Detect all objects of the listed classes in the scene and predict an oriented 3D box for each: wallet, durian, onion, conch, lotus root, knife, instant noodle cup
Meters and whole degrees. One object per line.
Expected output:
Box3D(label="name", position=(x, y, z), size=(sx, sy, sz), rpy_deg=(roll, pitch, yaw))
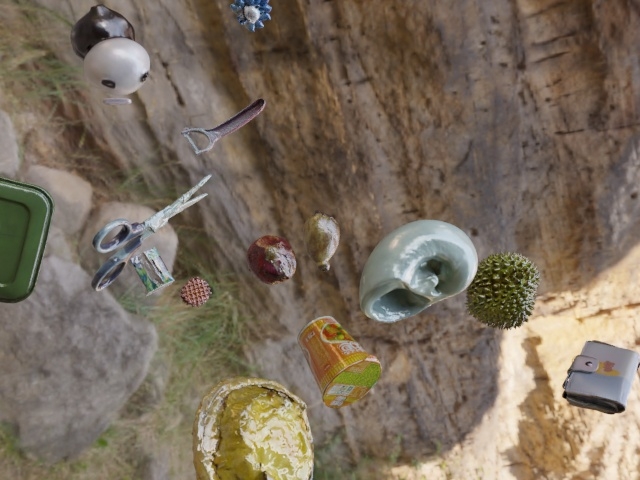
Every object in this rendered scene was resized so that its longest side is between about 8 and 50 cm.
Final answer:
Box3D(label="wallet", position=(0.758, 0.368, 1.722), size=(0.231, 0.170, 0.069), rpy_deg=(-41, 131, -43))
Box3D(label="durian", position=(0.522, 0.144, 1.842), size=(0.200, 0.176, 0.237), rpy_deg=(26, -82, 46))
Box3D(label="onion", position=(-0.101, 0.042, 1.319), size=(0.097, 0.107, 0.107), rpy_deg=(-47, -134, 49))
Box3D(label="conch", position=(0.152, 0.053, 1.052), size=(0.121, 0.221, 0.185), rpy_deg=(39, -50, 53))
Box3D(label="lotus root", position=(0.000, 0.000, 2.223), size=(0.138, 0.138, 0.214), rpy_deg=(88, 4, -76))
Box3D(label="knife", position=(-0.296, -0.370, 2.014), size=(0.123, 0.278, 0.053), rpy_deg=(54, -11, 24))
Box3D(label="instant noodle cup", position=(0.035, 0.288, 1.580), size=(0.185, 0.168, 0.168), rpy_deg=(51, -21, 40))

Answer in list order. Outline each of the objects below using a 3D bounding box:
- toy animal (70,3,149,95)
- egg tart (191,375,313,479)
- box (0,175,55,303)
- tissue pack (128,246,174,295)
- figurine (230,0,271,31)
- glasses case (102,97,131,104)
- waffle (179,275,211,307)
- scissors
Box3D(label="toy animal", position=(-0.587, -0.519, 1.803), size=(0.235, 0.187, 0.165), rpy_deg=(60, -23, 13))
Box3D(label="egg tart", position=(-0.090, 0.361, 1.087), size=(0.291, 0.107, 0.290), rpy_deg=(32, 46, -39))
Box3D(label="box", position=(-0.729, -0.036, 1.299), size=(0.178, 0.329, 0.252), rpy_deg=(39, -68, 65))
Box3D(label="tissue pack", position=(-0.472, 0.085, 1.782), size=(0.111, 0.085, 0.079), rpy_deg=(60, -29, 2))
Box3D(label="figurine", position=(-0.181, -0.633, 1.745), size=(0.079, 0.114, 0.114), rpy_deg=(-93, 176, -46))
Box3D(label="glasses case", position=(-0.619, -0.423, 1.944), size=(0.032, 0.083, 0.021), rpy_deg=(-164, -110, -72))
Box3D(label="waffle", position=(-0.338, 0.141, 1.723), size=(0.083, 0.075, 0.029), rpy_deg=(-56, -173, -17))
Box3D(label="scissors", position=(-0.399, -0.040, 1.538), size=(0.029, 0.383, 0.256), rpy_deg=(39, -39, 9))
